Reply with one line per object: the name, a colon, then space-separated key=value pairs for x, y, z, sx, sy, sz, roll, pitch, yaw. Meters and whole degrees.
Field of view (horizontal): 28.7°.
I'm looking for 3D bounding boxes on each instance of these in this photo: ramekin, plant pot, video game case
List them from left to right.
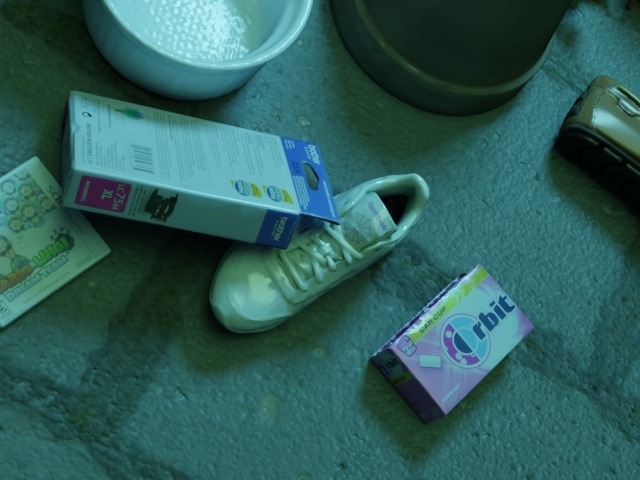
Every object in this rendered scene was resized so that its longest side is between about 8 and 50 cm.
video game case: x=-0.341 y=0.001 z=1.410 sx=0.157 sy=0.019 sz=0.143 roll=-38 pitch=88 yaw=-28
ramekin: x=-0.158 y=-0.306 z=1.528 sx=0.277 sy=0.135 sz=0.277 roll=7 pitch=70 yaw=-19
plant pot: x=0.212 y=-0.361 z=1.618 sx=0.323 sy=0.280 sz=0.323 roll=7 pitch=70 yaw=-21

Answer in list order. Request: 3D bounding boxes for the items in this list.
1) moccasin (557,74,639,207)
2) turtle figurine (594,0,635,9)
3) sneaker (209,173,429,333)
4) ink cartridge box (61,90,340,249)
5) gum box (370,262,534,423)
moccasin: x=0.509 y=-0.084 z=1.730 sx=0.380 sy=0.139 sz=0.147 roll=36 pitch=71 yaw=4
turtle figurine: x=0.357 y=-0.411 z=1.779 sx=0.217 sy=0.087 sz=0.269 roll=54 pitch=18 yaw=20
sneaker: x=0.000 y=0.000 z=1.475 sx=0.305 sy=0.152 sz=0.114 roll=-33 pitch=88 yaw=-27
ink cartridge box: x=-0.141 y=-0.078 z=1.445 sx=0.311 sy=0.065 sz=0.186 roll=9 pitch=31 yaw=-17
gum box: x=0.168 y=0.123 z=1.548 sx=0.188 sy=0.062 sz=0.107 roll=-40 pitch=89 yaw=-28
